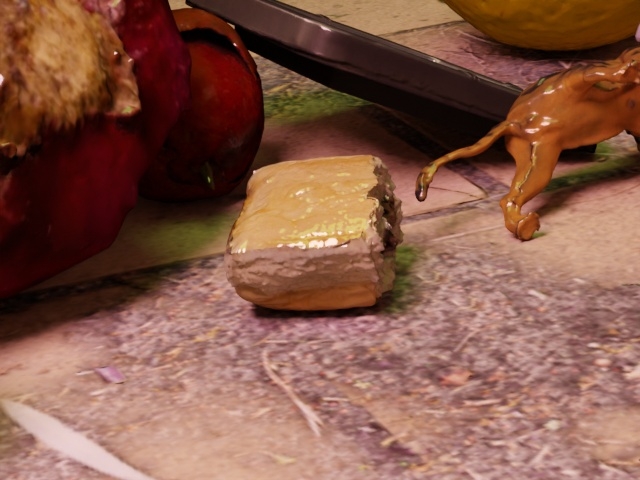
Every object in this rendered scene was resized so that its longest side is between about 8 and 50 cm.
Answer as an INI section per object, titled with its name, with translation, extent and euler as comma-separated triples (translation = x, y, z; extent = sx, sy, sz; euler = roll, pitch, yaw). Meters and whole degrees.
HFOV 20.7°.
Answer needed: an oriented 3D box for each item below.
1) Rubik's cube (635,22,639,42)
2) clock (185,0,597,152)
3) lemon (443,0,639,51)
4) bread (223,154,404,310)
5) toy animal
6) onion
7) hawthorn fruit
[Rubik's cube]
translation = 0.410, -0.178, 1.088
extent = 0.387, 0.368, 0.358
euler = -19, 23, -31
[clock]
translation = 0.051, -0.136, 1.398
extent = 0.279, 0.049, 0.273
euler = 15, 9, -29
[lemon]
translation = 0.226, -0.326, 1.621
extent = 0.336, 0.336, 0.336
euler = -4, 20, 2
[bread]
translation = 0.000, 0.000, 1.131
extent = 0.106, 0.082, 0.125
euler = -11, 29, 14
[toy animal]
translation = 0.171, -0.083, 1.253
extent = 0.255, 0.114, 0.116
euler = -14, 25, -25
[onion]
translation = -0.319, -0.122, 1.193
extent = 0.398, 0.398, 0.420
euler = -20, 3, -35
[hawthorn fruit]
translation = -0.108, -0.093, 1.330
extent = 0.148, 0.148, 0.172
euler = -8, 43, -9
